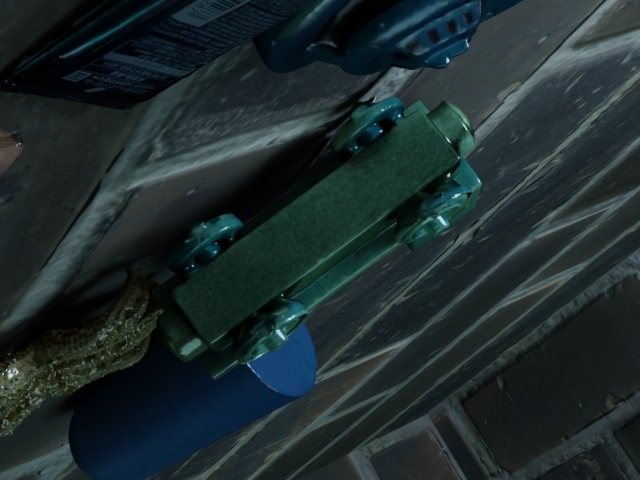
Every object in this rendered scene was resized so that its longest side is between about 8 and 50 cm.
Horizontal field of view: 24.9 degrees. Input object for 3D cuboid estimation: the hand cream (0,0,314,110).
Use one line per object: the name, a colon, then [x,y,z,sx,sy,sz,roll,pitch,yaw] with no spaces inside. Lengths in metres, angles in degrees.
hand cream: [-0.040,-0.140,0.770,0.270,0.061,0.120,-32,166,24]

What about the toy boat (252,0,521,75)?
toy boat: [0.104,-0.167,0.908,0.298,0.092,0.134,-29,170,-10]

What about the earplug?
earplug: [-0.146,0.158,1.458,0.273,0.132,0.132,-34,167,27]

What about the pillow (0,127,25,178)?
pillow: [-0.266,-0.006,0.681,0.236,0.084,0.223,-30,169,5]

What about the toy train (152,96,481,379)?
toy train: [0.000,0.000,1.190,0.298,0.120,0.194,-35,171,-3]

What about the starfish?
starfish: [-0.232,0.106,1.207,0.238,0.071,0.216,-9,149,-43]
